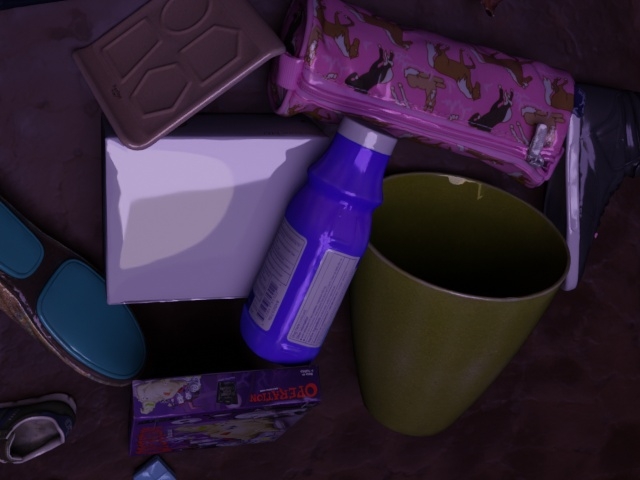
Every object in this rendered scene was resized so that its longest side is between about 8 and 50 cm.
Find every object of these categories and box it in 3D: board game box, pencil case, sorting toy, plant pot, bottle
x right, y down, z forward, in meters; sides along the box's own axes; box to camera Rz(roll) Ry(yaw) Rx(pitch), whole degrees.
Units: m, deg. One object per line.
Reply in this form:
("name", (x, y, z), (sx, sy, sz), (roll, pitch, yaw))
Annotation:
("board game box", (-0.132, 0.217, 1.200), (0.208, 0.347, 0.056), (0, 71, -11))
("pencil case", (0.123, -0.183, 1.187), (0.386, 0.167, 0.160), (15, 86, -16))
("sorting toy", (-0.163, -0.211, 1.109), (0.208, 0.193, 0.038), (-33, 145, -3))
("plant pot", (0.149, 0.104, 1.274), (0.274, 0.275, 0.294), (2, 125, -15))
("bottle", (0.000, 0.000, 1.095), (0.092, 0.118, 0.283), (19, 103, -21))

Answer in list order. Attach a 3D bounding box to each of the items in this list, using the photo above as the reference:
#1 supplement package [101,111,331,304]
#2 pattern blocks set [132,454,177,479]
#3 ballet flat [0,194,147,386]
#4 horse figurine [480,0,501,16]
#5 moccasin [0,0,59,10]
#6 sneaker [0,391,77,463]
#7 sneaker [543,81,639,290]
("supplement package", (-0.133, -0.045, 1.187), (0.261, 0.145, 0.204), (-2, 110, -14))
("pattern blocks set", (-0.316, 0.454, 1.386), (0.324, 0.026, 0.285), (-26, 114, -4))
("ballet flat", (-0.356, 0.051, 1.186), (0.123, 0.123, 0.348), (-42, 113, 3))
("horse figurine", (0.223, -0.416, 1.188), (0.174, 0.066, 0.263), (-13, 110, -3))
("moccasin", (-0.271, -0.312, 1.070), (0.342, 0.117, 0.138), (-22, 113, -6))
("sneaker", (-0.412, 0.255, 1.256), (0.192, 0.086, 0.064), (-15, 112, -8))
("sneaker", (0.390, -0.073, 1.330), (0.146, 0.104, 0.296), (-4, 106, -8))
